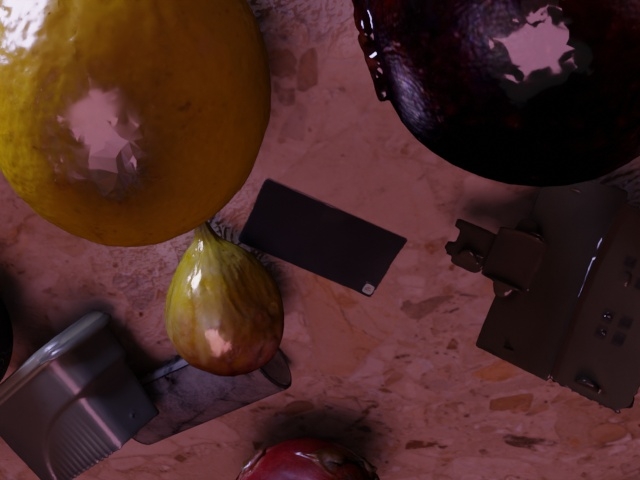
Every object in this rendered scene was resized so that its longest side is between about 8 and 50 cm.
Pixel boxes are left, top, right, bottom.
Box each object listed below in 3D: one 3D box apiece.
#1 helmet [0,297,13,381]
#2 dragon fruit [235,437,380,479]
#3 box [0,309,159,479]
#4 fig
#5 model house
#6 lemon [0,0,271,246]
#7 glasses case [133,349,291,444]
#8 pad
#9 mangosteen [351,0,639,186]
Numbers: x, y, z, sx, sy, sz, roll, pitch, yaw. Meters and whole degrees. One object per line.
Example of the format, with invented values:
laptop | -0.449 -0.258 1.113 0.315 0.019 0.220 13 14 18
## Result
helmet | -0.544 0.122 1.176 0.279 0.160 0.230 39 115 13
dragon fruit | -0.032 0.410 1.251 0.250 0.250 0.315 20 171 -4
box | -0.364 0.240 1.228 0.274 0.138 0.178 -35 95 37
fig | -0.140 0.045 1.056 0.159 0.159 0.257 -11 106 21
model house | 0.263 0.043 0.926 0.243 0.204 0.211 23 90 22
lemon | -0.186 -0.144 0.804 0.297 0.297 0.297 6 130 8
glasses case | -0.186 0.223 1.245 0.299 0.060 0.114 -28 114 31
pad | 0.000 0.000 1.057 0.193 0.004 0.116 24 130 -6
mangosteen | 0.198 -0.204 0.658 0.347 0.307 0.307 -18 125 5
